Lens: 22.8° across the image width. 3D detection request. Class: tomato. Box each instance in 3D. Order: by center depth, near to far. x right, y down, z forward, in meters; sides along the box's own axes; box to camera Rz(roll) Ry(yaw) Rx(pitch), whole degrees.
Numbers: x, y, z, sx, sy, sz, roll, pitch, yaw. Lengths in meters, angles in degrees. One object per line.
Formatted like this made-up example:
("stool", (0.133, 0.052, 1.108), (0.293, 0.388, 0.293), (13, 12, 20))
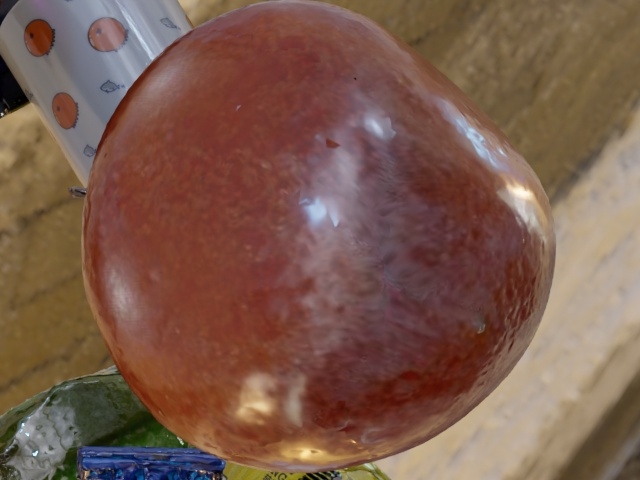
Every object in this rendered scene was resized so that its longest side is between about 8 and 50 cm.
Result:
("tomato", (0.000, 0.000, 0.548), (0.167, 0.167, 0.167), (-45, 156, -26))

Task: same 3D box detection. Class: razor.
("razor", (-0.122, 0.283, 1.050), (0.056, 0.093, 0.324), (-103, -162, -64))

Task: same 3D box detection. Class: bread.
("bread", (-0.273, 0.238, 1.570), (0.382, 0.129, 0.366), (-29, 170, -5))

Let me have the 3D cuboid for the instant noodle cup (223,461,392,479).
("instant noodle cup", (-0.028, 0.376, 2.092), (0.254, 0.325, 0.325), (-47, 158, -6))

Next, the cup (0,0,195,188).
("cup", (-0.205, -0.148, 1.835), (0.212, 0.317, 0.212), (-31, 165, -9))

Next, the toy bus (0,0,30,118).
("toy bus", (-0.371, -0.252, 2.006), (0.331, 0.145, 0.151), (-32, -170, -21))
